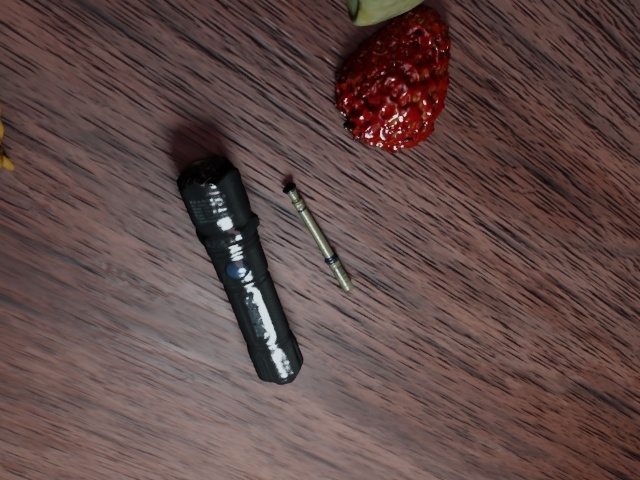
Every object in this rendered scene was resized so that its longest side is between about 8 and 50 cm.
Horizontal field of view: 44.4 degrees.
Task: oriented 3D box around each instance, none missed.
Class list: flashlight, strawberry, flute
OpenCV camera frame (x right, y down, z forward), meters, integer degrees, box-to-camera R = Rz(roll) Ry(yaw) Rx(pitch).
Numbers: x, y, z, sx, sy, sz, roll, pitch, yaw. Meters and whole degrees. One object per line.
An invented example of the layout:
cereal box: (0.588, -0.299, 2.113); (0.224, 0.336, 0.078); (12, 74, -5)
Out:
flashlight: (-0.125, 0.065, 1.299); (0.103, 0.103, 0.424); (-21, 118, -6)
strawberry: (0.134, -0.247, 1.222); (0.190, 0.111, 0.236); (21, 105, -21)
flute: (0.000, 0.000, 1.343); (0.027, 0.027, 0.233); (-31, 118, -1)

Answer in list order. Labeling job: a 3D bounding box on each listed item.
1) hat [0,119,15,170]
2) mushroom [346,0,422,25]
hat: (-0.496, -0.169, 1.072); (0.234, 0.244, 0.233); (-10, 148, 18)
mushroom: (0.118, -0.461, 1.080); (0.218, 0.212, 0.292); (-17, 111, 0)
